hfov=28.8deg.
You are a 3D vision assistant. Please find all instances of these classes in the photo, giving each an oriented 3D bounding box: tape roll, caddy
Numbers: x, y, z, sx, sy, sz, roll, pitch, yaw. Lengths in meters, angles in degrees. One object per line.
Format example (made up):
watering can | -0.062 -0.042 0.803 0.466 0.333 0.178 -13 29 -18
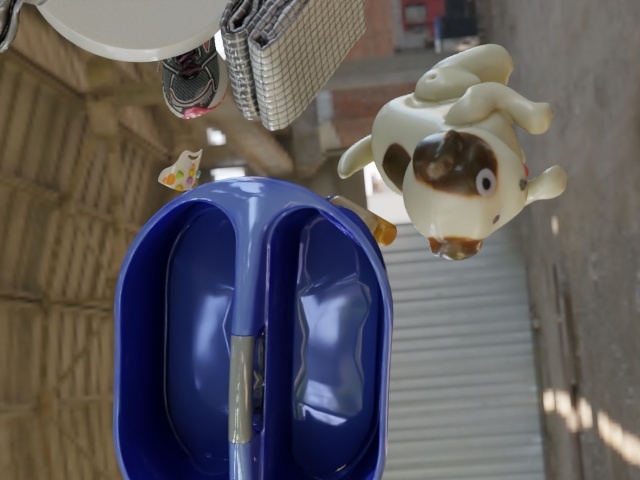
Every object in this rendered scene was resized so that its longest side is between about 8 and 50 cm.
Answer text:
tape roll | -0.304 -0.490 2.064 0.072 0.391 0.392 130 137 -77
caddy | -0.055 0.110 1.098 0.179 0.241 0.342 -47 -40 -78

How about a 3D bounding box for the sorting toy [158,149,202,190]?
sorting toy | -0.242 -0.132 2.261 0.083 0.045 0.075 -12 -48 -55

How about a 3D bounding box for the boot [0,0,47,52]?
boot | -0.387 -0.269 1.194 0.263 0.229 0.091 -24 63 53

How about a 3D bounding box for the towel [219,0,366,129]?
towel | -0.045 -0.349 1.994 0.284 0.121 0.235 -55 -21 -23

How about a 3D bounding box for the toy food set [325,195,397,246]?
toy food set | 0.000 0.000 1.936 0.104 0.232 0.111 32 147 39

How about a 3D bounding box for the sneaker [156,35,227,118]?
sneaker | -0.237 -0.349 2.163 0.112 0.120 0.299 57 -157 -65

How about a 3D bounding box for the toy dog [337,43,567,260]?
toy dog | 0.233 -0.147 2.186 0.408 0.395 0.285 -97 5 -64
